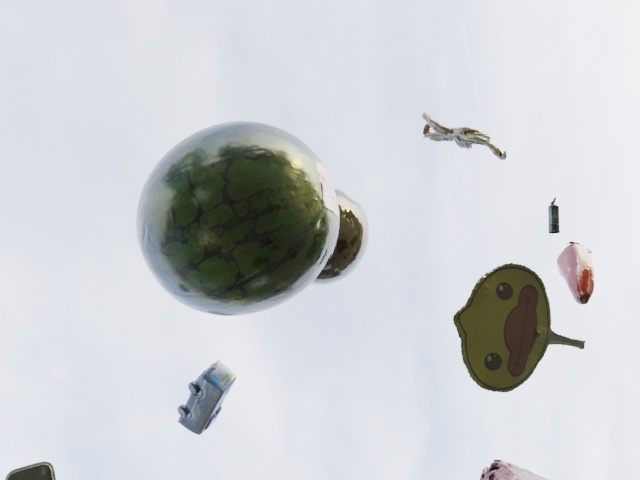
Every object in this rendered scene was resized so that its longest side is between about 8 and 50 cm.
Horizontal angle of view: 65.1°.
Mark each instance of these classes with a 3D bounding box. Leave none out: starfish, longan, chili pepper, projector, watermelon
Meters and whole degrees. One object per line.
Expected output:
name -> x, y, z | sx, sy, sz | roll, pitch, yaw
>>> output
starfish -> 0.307, -0.221, 1.093 | 0.209, 0.150, 0.053 | 30, -78, 21
longan -> 0.000, 0.000, 1.181 | 0.247, 0.248, 0.249 | -5, -72, -16
chili pepper -> 0.532, 0.080, 1.037 | 0.064, 0.169, 0.088 | 10, -61, 15
projector -> -0.557, 0.486, 0.959 | 0.083, 0.083, 0.082 | -2, -42, -38
watermelon -> -0.148, -0.038, 0.895 | 0.362, 0.363, 0.364 | -5, -72, -16

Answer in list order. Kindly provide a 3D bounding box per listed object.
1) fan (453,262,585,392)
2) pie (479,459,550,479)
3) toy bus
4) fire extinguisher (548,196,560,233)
fan -> 0.369, 0.163, 0.904 | 0.334, 0.011, 0.230 | 14, -95, -26
pie -> 0.218, 0.249, 0.453 | 0.153, 0.153, 0.038 | 27, -98, -23
toy bus -> -0.297, 0.411, 1.292 | 0.094, 0.079, 0.237 | 38, -54, 13
fire extinguisher -> 0.557, -0.059, 1.200 | 0.025, 0.038, 0.084 | 4, -100, -1
